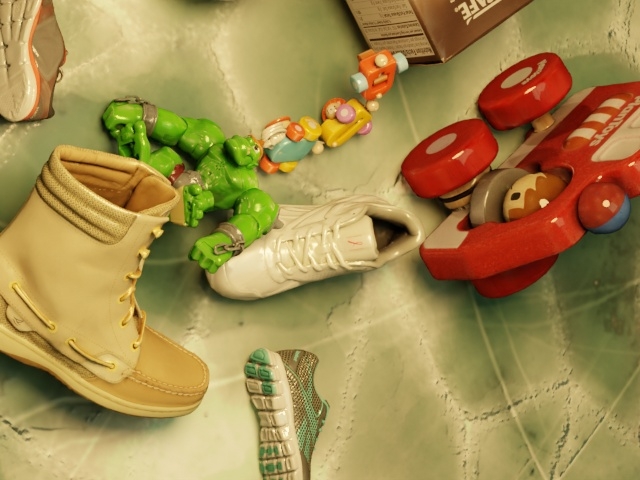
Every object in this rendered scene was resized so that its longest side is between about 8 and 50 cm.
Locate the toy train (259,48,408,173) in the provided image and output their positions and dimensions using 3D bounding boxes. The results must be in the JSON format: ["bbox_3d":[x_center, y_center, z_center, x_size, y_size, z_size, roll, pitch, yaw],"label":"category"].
[{"bbox_3d":[0.003,-0.132,1.685,0.166,0.125,0.046,-29,67,-14],"label":"toy train"}]

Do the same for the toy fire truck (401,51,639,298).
[{"bbox_3d":[0.246,-0.069,1.735,0.302,0.254,0.169,-42,109,-27],"label":"toy fire truck"}]

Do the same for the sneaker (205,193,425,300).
[{"bbox_3d":[0.000,0.000,1.676,0.232,0.115,0.090,-17,98,-29],"label":"sneaker"}]

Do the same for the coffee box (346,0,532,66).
[{"bbox_3d":[0.082,-0.335,1.668,0.168,0.119,0.297,-37,110,-25],"label":"coffee box"}]

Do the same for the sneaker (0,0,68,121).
[{"bbox_3d":[-0.261,-0.183,1.571,0.065,0.061,0.158,9,85,-57],"label":"sneaker"}]

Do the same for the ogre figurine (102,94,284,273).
[{"bbox_3d":[-0.113,-0.058,1.609,0.118,0.197,0.097,-10,125,-45],"label":"ogre figurine"}]

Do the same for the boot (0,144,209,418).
[{"bbox_3d":[-0.172,0.039,1.534,0.262,0.095,0.203,29,117,-23],"label":"boot"}]

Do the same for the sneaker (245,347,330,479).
[{"bbox_3d":[-0.020,0.183,1.697,0.076,0.065,0.166,-11,97,-34],"label":"sneaker"}]
